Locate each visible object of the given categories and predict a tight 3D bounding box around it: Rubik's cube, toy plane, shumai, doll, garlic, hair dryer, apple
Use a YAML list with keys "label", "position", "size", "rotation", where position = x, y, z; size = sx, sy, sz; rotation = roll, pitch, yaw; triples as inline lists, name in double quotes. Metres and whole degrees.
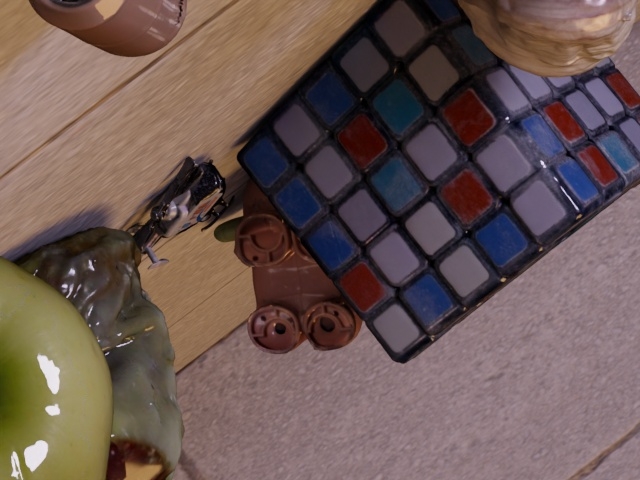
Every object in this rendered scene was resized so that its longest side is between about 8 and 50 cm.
- label: "Rubik's cube"
  position: [0.145, -0.093, 1.574]
  size: [0.287, 0.293, 0.292]
  rotation: [-42, 171, 35]
- label: "toy plane"
  position: [-0.153, -0.025, 1.536]
  size: [0.078, 0.053, 0.197]
  rotation: [-17, 160, -49]
- label: "shumai"
  position: [-0.243, 0.164, 1.417]
  size: [0.309, 0.263, 0.304]
  rotation: [-38, 172, 7]
- label: "doll"
  position: [0.000, 0.000, 1.784]
  size: [0.284, 0.216, 0.268]
  rotation: [-3, -172, 17]
- label: "garlic"
  position: [0.154, -0.235, 1.245]
  size: [0.212, 0.218, 0.218]
  rotation: [-4, 175, 4]
- label: "hair dryer"
  position: [-0.076, -0.180, 0.814]
  size: [0.181, 0.064, 0.117]
  rotation: [-46, 171, 5]
- label: "apple"
  position: [-0.282, 0.128, 1.026]
  size: [0.279, 0.279, 0.279]
  rotation: [-37, 174, -5]
